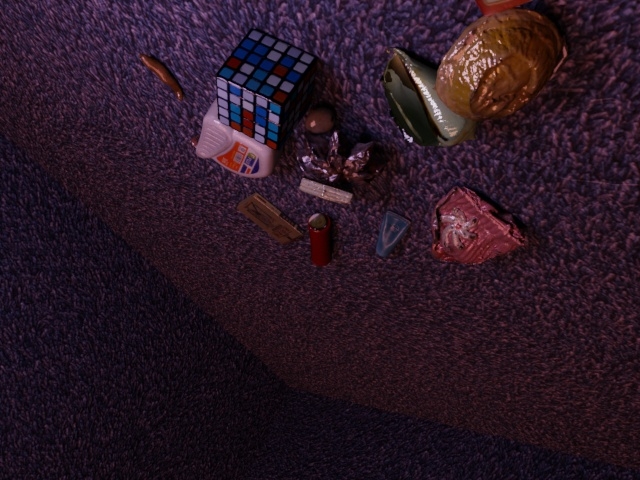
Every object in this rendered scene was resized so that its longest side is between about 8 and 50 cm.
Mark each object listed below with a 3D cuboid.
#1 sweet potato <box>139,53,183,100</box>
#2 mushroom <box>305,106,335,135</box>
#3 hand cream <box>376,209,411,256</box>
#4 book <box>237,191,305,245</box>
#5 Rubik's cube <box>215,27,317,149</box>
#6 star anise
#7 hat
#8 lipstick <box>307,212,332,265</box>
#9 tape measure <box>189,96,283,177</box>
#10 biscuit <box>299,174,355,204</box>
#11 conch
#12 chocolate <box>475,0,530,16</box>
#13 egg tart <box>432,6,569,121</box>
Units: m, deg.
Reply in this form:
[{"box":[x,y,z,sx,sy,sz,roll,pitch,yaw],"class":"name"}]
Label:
[{"box":[-0.453,-0.477,1.766,0.044,0.044,0.179,0,146,44],"class":"sweet potato"},{"box":[-0.007,-0.317,1.580,0.085,0.085,0.079,100,150,-61],"class":"mushroom"},{"box":[0.218,-0.014,1.895,0.083,0.048,0.224,28,148,9],"class":"hand cream"},{"box":[-0.180,-0.075,2.192,0.230,0.026,0.161,39,151,-17],"class":"book"},{"box":[-0.132,-0.364,1.487,0.182,0.184,0.187,26,154,6],"class":"Rubik's cube"},{"box":[0.051,-0.200,1.608,0.235,0.109,0.223,5,169,35],"class":"star anise"},{"box":[0.389,-0.011,1.655,0.236,0.107,0.286,41,148,1],"class":"hat"},{"box":[0.000,0.000,2.085,0.080,0.080,0.241,22,152,16],"class":"lipstick"},{"box":[-0.237,-0.296,1.772,0.265,0.130,0.258,28,156,-8],"class":"tape measure"},{"box":[0.016,-0.139,1.709,0.150,0.052,0.252,17,-175,-3],"class":"biscuit"},{"box":[0.225,-0.288,1.303,0.250,0.137,0.144,25,130,1],"class":"conch"},{"box":[0.308,-0.486,0.937,0.234,0.108,0.237,-4,136,46],"class":"chocolate"},{"box":[0.334,-0.306,1.127,0.252,0.099,0.232,-24,137,22],"class":"egg tart"}]
